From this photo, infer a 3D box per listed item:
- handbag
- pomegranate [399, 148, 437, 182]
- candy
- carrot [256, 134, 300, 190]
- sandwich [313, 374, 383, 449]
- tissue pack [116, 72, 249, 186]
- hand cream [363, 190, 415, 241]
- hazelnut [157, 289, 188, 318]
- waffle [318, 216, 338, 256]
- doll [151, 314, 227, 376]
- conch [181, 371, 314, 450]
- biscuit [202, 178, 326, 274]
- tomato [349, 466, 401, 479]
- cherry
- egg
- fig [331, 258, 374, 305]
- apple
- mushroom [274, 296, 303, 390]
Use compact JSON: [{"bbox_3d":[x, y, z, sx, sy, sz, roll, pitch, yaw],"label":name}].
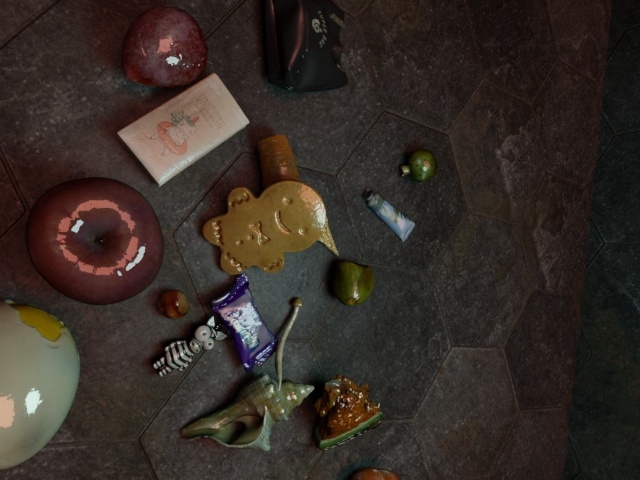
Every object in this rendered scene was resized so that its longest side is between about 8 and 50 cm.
[{"bbox_3d":[-0.028,-0.630,1.317,0.288,0.152,0.341,-6,95,-41],"label":"handbag"},{"bbox_3d":[0.373,-0.278,1.564,0.131,0.130,0.130,-1,91,-30],"label":"pomegranate"},{"bbox_3d":[-0.221,0.248,1.250,0.145,0.070,0.274,-35,110,-35],"label":"candy"},{"bbox_3d":[-0.118,-0.162,1.275,0.139,0.139,0.301,-18,98,-28],"label":"carrot"},{"bbox_3d":[0.061,0.531,1.371,0.251,0.162,0.300,-25,134,-14],"label":"sandwich"},{"bbox_3d":[-0.370,-0.310,1.162,0.325,0.071,0.170,-42,108,-22],"label":"tissue pack"},{"bbox_3d":[0.254,-0.095,1.537,0.256,0.055,0.088,38,77,-31],"label":"hand cream"},{"bbox_3d":[-0.406,0.176,1.152,0.086,0.086,0.085,-1,91,-30],"label":"hazelnut"},{"bbox_3d":[0.000,0.000,1.405,0.098,0.023,0.152,-25,103,-25],"label":"waffle"},{"bbox_3d":[-0.365,0.297,1.179,0.219,0.067,0.090,-35,111,-26],"label":"doll"},{"bbox_3d":[-0.197,0.518,1.229,0.387,0.203,0.169,-31,133,-1],"label":"conch"},{"bbox_3d":[-0.154,-0.038,1.205,0.356,0.052,0.274,-21,105,6],"label":"biscuit"},{"bbox_3d":[0.179,0.898,1.428,0.232,0.188,0.231,6,60,-11],"label":"tomato"},{"bbox_3d":[-0.407,-0.487,1.083,0.249,0.175,0.192,-47,125,-22],"label":"cherry"},{"bbox_3d":[-0.659,0.295,0.867,0.283,0.345,0.282,-21,137,-21],"label":"egg"},{"bbox_3d":[0.107,0.149,1.400,0.144,0.154,0.165,7,45,7],"label":"fig"},{"bbox_3d":[-0.521,0.001,0.991,0.306,0.235,0.304,1,87,-31],"label":"apple"},{"bbox_3d":[-0.106,0.313,1.283,0.043,0.068,0.305,18,54,-4],"label":"mushroom"}]
